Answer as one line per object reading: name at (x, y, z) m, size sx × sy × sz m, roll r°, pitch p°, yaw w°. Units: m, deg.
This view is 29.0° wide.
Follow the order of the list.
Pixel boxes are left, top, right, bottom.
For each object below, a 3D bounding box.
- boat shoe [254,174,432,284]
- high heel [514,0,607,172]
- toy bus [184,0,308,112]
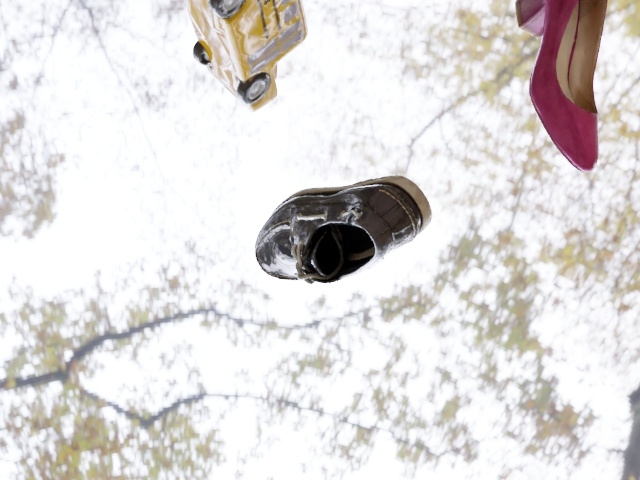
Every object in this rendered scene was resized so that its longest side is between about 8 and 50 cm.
boat shoe at (0.000, 0.000, 0.997) m, size 0.065 × 0.206 × 0.075 m, roll -42°, pitch -75°, yaw -37°
high heel at (0.289, -0.197, 1.345) m, size 0.082 × 0.117 × 0.244 m, roll 21°, pitch -129°, yaw -38°
toy bus at (-0.100, -0.305, 1.522) m, size 0.130 × 0.332 × 0.108 m, roll -40°, pitch -116°, yaw -14°
